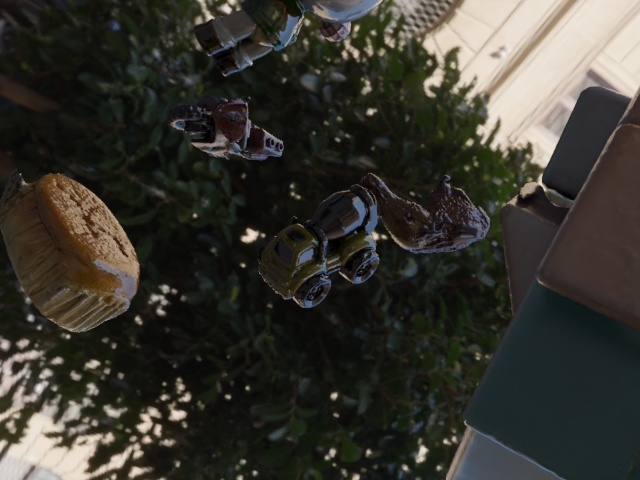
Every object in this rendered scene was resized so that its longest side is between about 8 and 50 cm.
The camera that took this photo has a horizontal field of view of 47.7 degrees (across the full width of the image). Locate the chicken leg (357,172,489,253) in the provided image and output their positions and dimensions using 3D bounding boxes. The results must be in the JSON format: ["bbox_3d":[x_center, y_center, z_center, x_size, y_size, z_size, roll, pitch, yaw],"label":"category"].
[{"bbox_3d":[0.234,-0.060,1.617,0.083,0.323,0.177,173,-82,-74],"label":"chicken leg"}]

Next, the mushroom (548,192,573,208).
[{"bbox_3d":[0.344,-0.057,1.011,0.049,0.019,0.101,3,-105,22],"label":"mushroom"}]

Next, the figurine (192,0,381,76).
[{"bbox_3d":[-0.030,-0.408,1.185,0.370,0.281,0.167,-32,-129,6],"label":"figurine"}]

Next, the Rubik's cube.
[{"bbox_3d":[0.279,0.091,0.500,0.368,0.358,0.387,-24,136,-60],"label":"Rubik's cube"}]

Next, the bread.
[{"bbox_3d":[-0.510,0.009,1.486,0.183,0.236,0.388,-39,-122,4],"label":"bread"}]

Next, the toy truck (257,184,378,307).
[{"bbox_3d":[0.000,0.000,1.288,0.147,0.224,0.165,43,-35,31],"label":"toy truck"}]

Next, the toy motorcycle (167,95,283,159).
[{"bbox_3d":[-0.128,-0.168,1.102,0.122,0.213,0.082,4,-97,30],"label":"toy motorcycle"}]
